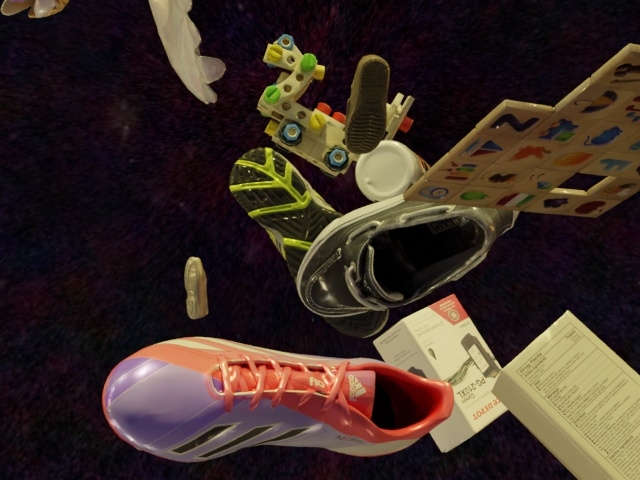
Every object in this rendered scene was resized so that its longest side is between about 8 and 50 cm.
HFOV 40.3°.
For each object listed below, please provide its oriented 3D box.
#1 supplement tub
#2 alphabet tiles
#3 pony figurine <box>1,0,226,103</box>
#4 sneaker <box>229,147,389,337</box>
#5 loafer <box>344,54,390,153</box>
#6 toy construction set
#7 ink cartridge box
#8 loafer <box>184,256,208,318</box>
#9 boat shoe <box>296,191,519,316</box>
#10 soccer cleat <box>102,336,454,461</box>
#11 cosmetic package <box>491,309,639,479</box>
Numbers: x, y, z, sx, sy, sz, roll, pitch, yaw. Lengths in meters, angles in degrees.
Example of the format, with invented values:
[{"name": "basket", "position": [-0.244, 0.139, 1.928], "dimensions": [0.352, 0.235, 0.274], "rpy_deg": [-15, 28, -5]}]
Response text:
[{"name": "supplement tub", "position": [0.146, -0.116, 1.635], "dimensions": [0.117, 0.190, 0.117], "rpy_deg": [-2, 85, 19]}, {"name": "alphabet tiles", "position": [0.202, -0.073, 0.658], "dimensions": [0.198, 0.237, 0.009], "rpy_deg": [4, 67, -21]}, {"name": "pony figurine", "position": [-0.171, -0.331, 0.900], "dimensions": [0.363, 0.351, 0.303], "rpy_deg": [-39, 120, -7]}, {"name": "sneaker", "position": [0.000, 0.000, 1.488], "dimensions": [0.145, 0.147, 0.385], "rpy_deg": [-38, 68, 7]}, {"name": "loafer", "position": [0.065, -0.185, 1.180], "dimensions": [0.056, 0.050, 0.148], "rpy_deg": [8, 126, -7]}, {"name": "toy construction set", "position": [0.014, -0.254, 1.704], "dimensions": [0.327, 0.151, 0.215], "rpy_deg": [26, 77, 10]}, {"name": "ink cartridge box", "position": [0.235, 0.241, 1.603], "dimensions": [0.100, 0.172, 0.237], "rpy_deg": [-43, 74, 42]}, {"name": "loafer", "position": [-0.247, 0.094, 1.754], "dimensions": [0.045, 0.039, 0.125], "rpy_deg": [6, 98, 43]}, {"name": "boat shoe", "position": [0.069, 0.024, 0.893], "dimensions": [0.301, 0.102, 0.108], "rpy_deg": [-27, 107, 41]}, {"name": "soccer cleat", "position": [-0.020, 0.103, 0.578], "dimensions": [0.248, 0.095, 0.083], "rpy_deg": [15, 59, -38]}, {"name": "cosmetic package", "position": [0.433, 0.279, 1.339], "dimensions": [0.160, 0.113, 0.309], "rpy_deg": [-37, 66, -17]}]
